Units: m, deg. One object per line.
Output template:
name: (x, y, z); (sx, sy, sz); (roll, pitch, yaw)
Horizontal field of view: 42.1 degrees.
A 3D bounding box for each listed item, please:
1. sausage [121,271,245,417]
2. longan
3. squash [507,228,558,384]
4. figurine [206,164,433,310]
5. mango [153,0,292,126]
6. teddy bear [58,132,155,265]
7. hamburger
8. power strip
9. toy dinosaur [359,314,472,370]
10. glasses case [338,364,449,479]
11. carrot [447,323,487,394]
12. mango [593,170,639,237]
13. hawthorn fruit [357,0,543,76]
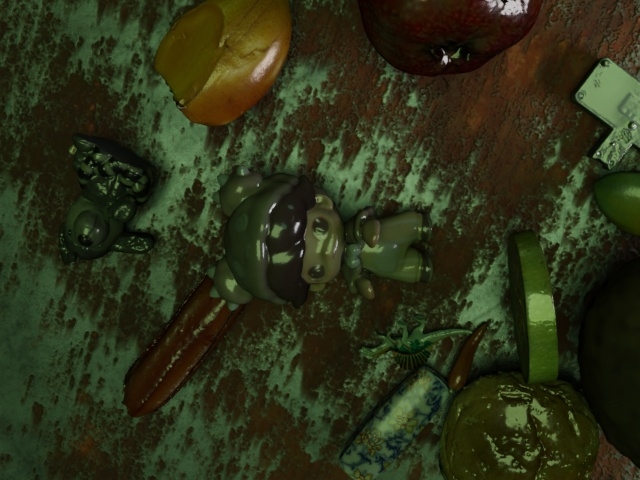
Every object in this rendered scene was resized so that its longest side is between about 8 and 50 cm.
sausage: (-0.245, 0.190, 1.510); (0.102, 0.102, 0.330); (39, 101, -2)
longan: (0.604, 0.194, 1.300); (0.390, 0.391, 0.392); (1, 100, 6)
squash: (0.340, 0.103, 1.355); (0.048, 0.252, 0.252); (-8, 99, 8)
figurine: (0.001, 0.000, 1.412); (0.380, 0.203, 0.249); (3, 107, -6)
mango: (-0.143, -0.321, 1.392); (0.257, 0.138, 0.187); (-38, 76, 7)
teddy bear: (-0.369, -0.050, 1.461); (0.171, 0.144, 0.251); (12, 104, -11)
hamburger: (0.347, 0.367, 1.462); (0.265, 0.134, 0.285); (10, 99, 2)
power strip: (0.510, -0.185, 1.383); (0.215, 0.061, 0.145); (36, 101, 0)
toy dinosaur: (0.169, 0.190, 1.500); (0.187, 0.044, 0.106); (9, 115, -8)
glasses case: (0.133, 0.334, 1.511); (0.087, 0.065, 0.248); (41, 99, -7)
carrot: (0.260, 0.210, 1.483); (0.035, 0.035, 0.142); (26, 81, 1)
mango: (0.573, -0.055, 1.378); (0.237, 0.091, 0.137); (3, 126, 15)
hawthorn fruit: (0.176, -0.437, 1.285); (0.284, 0.285, 0.369); (-23, 75, 9)
